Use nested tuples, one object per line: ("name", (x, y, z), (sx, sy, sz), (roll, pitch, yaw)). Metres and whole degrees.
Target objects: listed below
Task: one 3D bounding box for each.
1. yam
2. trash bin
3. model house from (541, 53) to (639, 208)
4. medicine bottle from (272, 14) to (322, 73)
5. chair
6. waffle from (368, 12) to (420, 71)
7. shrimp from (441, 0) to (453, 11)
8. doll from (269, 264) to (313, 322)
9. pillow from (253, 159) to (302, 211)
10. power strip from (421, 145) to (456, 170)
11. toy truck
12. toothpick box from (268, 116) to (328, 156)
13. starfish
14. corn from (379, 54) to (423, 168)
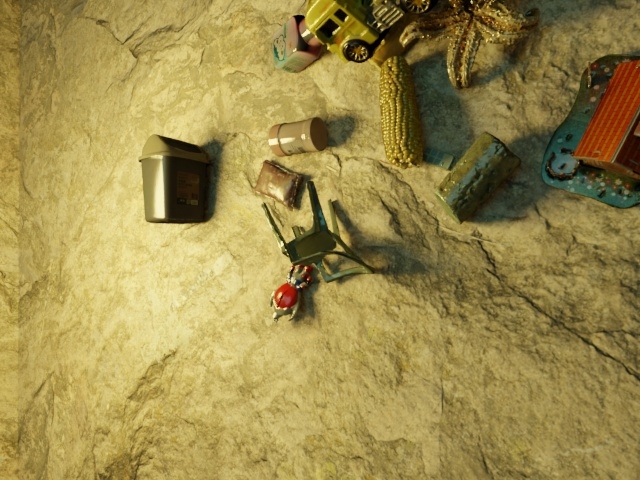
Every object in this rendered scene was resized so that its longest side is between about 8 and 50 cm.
("yam", (0.341, -0.134, 0.954), (0.194, 0.107, 0.107), (-52, 60, 17))
("trash bin", (-0.499, -0.203, 1.460), (0.183, 0.210, 0.290), (-1, 88, 32))
("model house", (0.556, -0.229, 0.798), (0.207, 0.154, 0.293), (28, 100, 31))
("medicine bottle", (-0.057, -0.588, 1.252), (0.188, 0.095, 0.119), (-11, 82, 51))
("chair", (0.000, 0.000, 1.108), (0.191, 0.203, 0.274), (-30, 63, 15))
("waffle", (0.139, -0.599, 1.177), (0.168, 0.057, 0.274), (-49, 61, 18))
("shrimp", (0.367, -0.585, 1.039), (0.161, 0.034, 0.091), (-14, 77, 33))
("doll", (-0.088, 0.152, 1.227), (0.104, 0.062, 0.194), (29, 92, 15))
("pillow", (-0.135, -0.174, 1.309), (0.185, 0.043, 0.118), (27, 101, 33))
("power strip", (0.288, -0.202, 1.051), (0.090, 0.016, 0.040), (30, 100, 33))
("toy truck", (0.129, -0.594, 0.948), (0.405, 0.254, 0.180), (-20, 51, 51))
("toothpick box", (-0.065, -0.301, 1.247), (0.149, 0.098, 0.098), (0, 83, 33))
("starfish", (0.336, -0.525, 0.979), (0.312, 0.113, 0.303), (-26, 79, 30))
("corn", (0.198, -0.313, 1.076), (0.102, 0.102, 0.310), (-16, 72, 31))
